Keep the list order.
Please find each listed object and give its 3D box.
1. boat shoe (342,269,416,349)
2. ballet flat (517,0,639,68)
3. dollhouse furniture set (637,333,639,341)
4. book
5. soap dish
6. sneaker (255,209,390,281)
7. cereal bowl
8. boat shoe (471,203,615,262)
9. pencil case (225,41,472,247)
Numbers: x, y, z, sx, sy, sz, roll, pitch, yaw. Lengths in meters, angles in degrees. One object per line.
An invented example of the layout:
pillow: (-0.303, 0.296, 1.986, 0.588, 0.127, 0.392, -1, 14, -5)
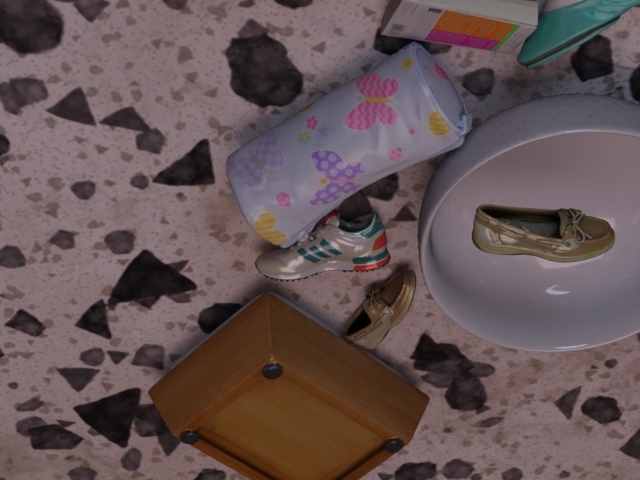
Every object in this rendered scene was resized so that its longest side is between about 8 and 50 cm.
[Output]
boat shoe: (0.072, 0.084, 1.935, 0.045, 0.050, 0.135, 15, 128, -23)
ballet flat: (0.304, -0.269, 1.636, 0.247, 0.083, 0.087, -25, 105, 17)
dollhouse furniture set: (0.621, 0.097, 1.918, 0.394, 0.256, 0.362, -32, 129, -4)
book: (0.145, -0.231, 1.654, 0.144, 0.035, 0.096, 7, 162, -11)
soap dish: (-0.038, 0.214, 1.996, 0.291, 0.118, 0.229, 34, 121, -30)
sneaker: (0.000, 0.000, 1.864, 0.161, 0.057, 0.075, -6, 114, 3)
cereal bowl: (0.275, -0.035, 1.784, 0.339, 0.141, 0.339, -1, 130, -2)
boat shoe: (0.239, -0.014, 1.673, 0.153, 0.056, 0.048, 5, 136, 2)
pencil case: (0.028, -0.102, 1.721, 0.273, 0.124, 0.113, -31, 163, 20)
